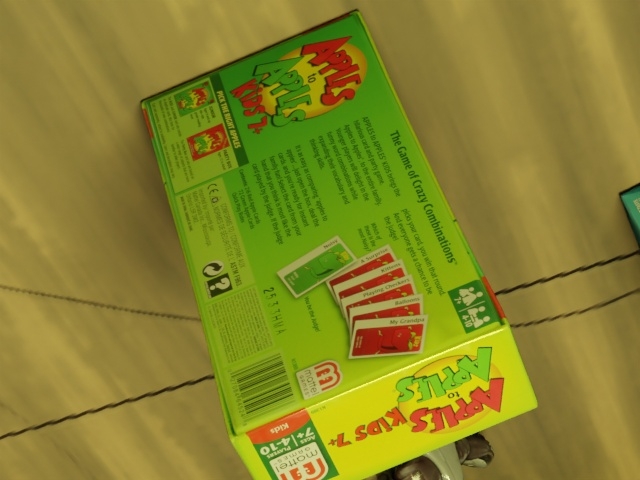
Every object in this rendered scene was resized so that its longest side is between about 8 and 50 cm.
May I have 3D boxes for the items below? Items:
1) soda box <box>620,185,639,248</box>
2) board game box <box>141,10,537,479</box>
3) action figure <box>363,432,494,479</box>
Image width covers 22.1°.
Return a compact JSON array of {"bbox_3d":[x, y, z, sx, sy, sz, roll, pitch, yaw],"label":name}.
[{"bbox_3d":[0.206,0.054,0.760,0.067,0.071,0.210,-25,132,5],"label":"soda box"},{"bbox_3d":[0.000,0.000,0.574,0.092,0.181,0.043,-22,132,2],"label":"board game box"},{"bbox_3d":[0.067,0.174,0.794,0.285,0.099,0.185,15,128,-6],"label":"action figure"}]
